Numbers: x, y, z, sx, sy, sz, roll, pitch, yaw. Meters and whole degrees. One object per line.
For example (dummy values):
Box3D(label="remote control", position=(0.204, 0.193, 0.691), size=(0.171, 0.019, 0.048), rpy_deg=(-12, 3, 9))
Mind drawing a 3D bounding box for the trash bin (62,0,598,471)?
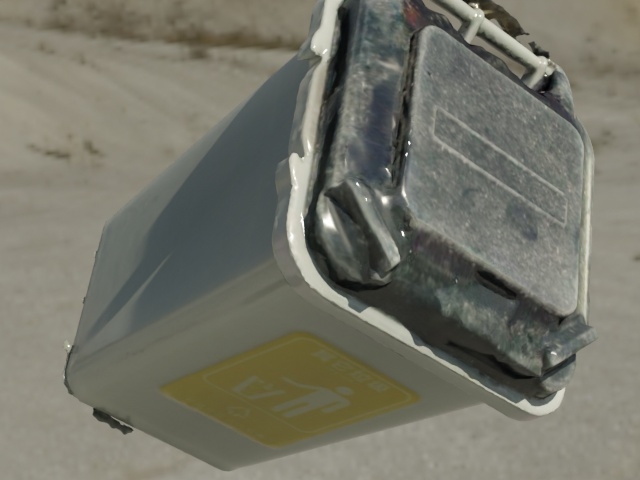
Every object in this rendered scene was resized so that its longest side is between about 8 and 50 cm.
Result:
Box3D(label="trash bin", position=(0.000, 0.000, 1.097), size=(0.256, 0.296, 0.368), rpy_deg=(29, -39, -29))
